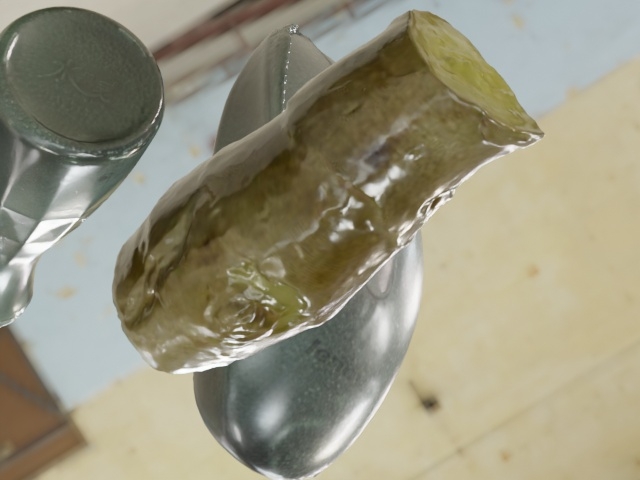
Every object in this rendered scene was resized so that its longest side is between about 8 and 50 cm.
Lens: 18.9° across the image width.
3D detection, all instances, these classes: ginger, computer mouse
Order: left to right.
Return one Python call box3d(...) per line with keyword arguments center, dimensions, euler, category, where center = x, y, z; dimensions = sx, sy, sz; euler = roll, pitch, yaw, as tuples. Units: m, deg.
box3d(center=(-0.009, -0.014, 0.998), dimensions=(0.263, 0.109, 0.116), euler=(-36, 164, 27), category="ginger")
box3d(center=(0.004, 0.000, 1.455), dimensions=(0.114, 0.374, 0.203), euler=(-14, 148, 37), category="computer mouse")

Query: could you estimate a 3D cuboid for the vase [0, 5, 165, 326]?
box3d(center=(-0.149, -0.025, 0.971), dimensions=(0.086, 0.086, 0.214), euler=(-33, 168, -35), category="vase")
